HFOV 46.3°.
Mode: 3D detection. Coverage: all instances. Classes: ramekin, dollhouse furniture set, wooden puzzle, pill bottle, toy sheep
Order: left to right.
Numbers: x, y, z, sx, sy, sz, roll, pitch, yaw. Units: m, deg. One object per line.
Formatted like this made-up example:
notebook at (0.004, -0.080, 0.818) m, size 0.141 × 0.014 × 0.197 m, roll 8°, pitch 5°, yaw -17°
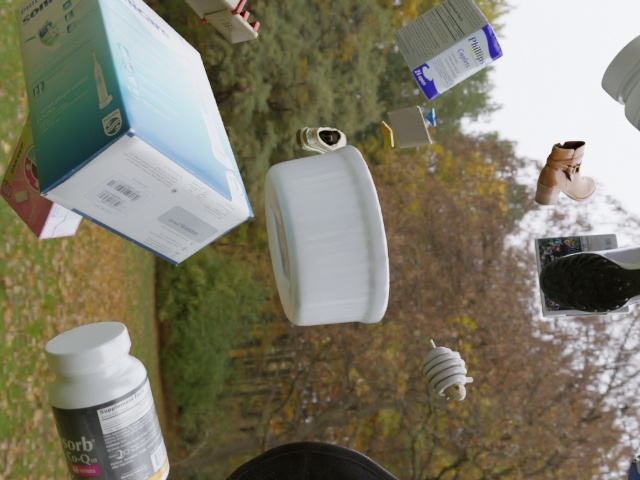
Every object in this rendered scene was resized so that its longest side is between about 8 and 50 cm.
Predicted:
pill bottle at (-0.357, 0.287, 1.245) m, size 0.162 × 0.162 × 0.278 m, roll -129°, pitch -152°, yaw -74°
dollhouse furniture set at (-0.134, -0.496, 1.319) m, size 0.262 × 0.135 × 0.259 m, roll 3°, pitch -115°, yaw 44°
ramekin at (0.000, 0.000, 1.144) m, size 0.277 × 0.135 × 0.277 m, roll 171°, pitch -90°, yaw -79°
wooden puzzle at (0.151, -0.193, 1.275) m, size 0.116 × 0.014 × 0.078 m, roll 5°, pitch -55°, yaw 41°
toy sheep at (0.239, 0.250, 1.443) m, size 0.091 × 0.091 × 0.132 m, roll 99°, pitch -31°, yaw -50°
pill bottle at (0.637, -0.228, 1.297) m, size 0.283 × 0.160 × 0.160 m, roll 53°, pitch -26°, yaw 27°

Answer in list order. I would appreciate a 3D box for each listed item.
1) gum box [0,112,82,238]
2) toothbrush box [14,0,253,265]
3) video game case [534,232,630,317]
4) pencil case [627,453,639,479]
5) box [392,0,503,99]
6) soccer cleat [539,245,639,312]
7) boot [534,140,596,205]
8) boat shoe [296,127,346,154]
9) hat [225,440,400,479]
gum box at (-0.364, -0.101, 1.031) m, size 0.107 × 0.062 × 0.188 m, roll 42°, pitch -64°, yaw 23°
toothbrush box at (-0.218, -0.150, 0.872) m, size 0.216 × 0.126 × 0.295 m, roll 36°, pitch 28°, yaw -54°
video game case at (0.556, 0.074, 1.605) m, size 0.022 × 0.173 × 0.190 m, roll 68°, pitch 22°, yaw -56°
pencil case at (0.753, 0.495, 1.529) m, size 0.119 × 0.133 × 0.306 m, roll -52°, pitch -179°, yaw -17°
box at (0.202, -0.313, 1.197) m, size 0.072 × 0.137 × 0.126 m, roll 47°, pitch 19°, yaw -41°
soccer cleat at (0.546, 0.056, 1.296) m, size 0.116 × 0.318 × 0.108 m, roll -15°, pitch 93°, yaw -58°
boot at (0.598, -0.167, 1.764) m, size 0.073 × 0.197 × 0.152 m, roll 41°, pitch -45°, yaw 42°
boat shoe at (0.021, -0.238, 1.772) m, size 0.190 × 0.072 × 0.068 m, roll -14°, pitch 95°, yaw -59°
hat at (0.023, 0.387, 0.904) m, size 0.134 × 0.332 × 0.331 m, roll -8°, pitch 95°, yaw -76°
